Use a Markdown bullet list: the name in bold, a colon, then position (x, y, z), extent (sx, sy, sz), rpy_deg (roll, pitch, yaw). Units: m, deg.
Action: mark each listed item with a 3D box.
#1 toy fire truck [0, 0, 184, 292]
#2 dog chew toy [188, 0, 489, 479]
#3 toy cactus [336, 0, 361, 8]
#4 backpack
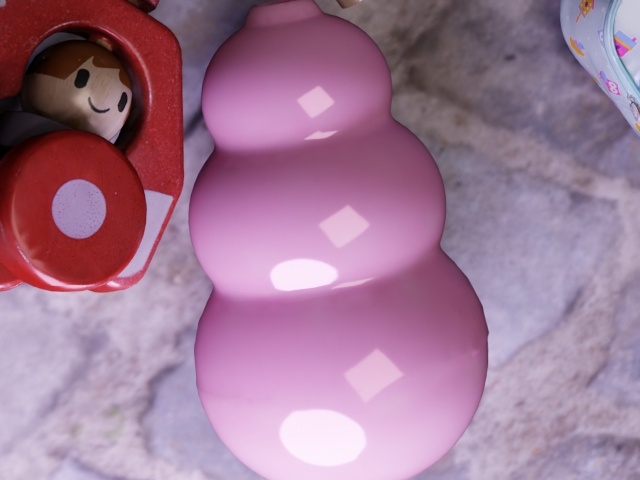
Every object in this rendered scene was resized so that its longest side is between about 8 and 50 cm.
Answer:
- **toy fire truck**: position (-0.207, -0.111, 1.228), extent (0.302, 0.169, 0.254), rpy_deg (31, 73, -28)
- **dog chew toy**: position (0.000, 0.000, 1.320), extent (0.206, 0.206, 0.332), rpy_deg (-14, 101, -19)
- **toy cactus**: position (-0.016, -0.241, 1.284), extent (0.219, 0.112, 0.180), rpy_deg (-28, 101, -1)
- **backpack**: position (0.279, -0.156, 1.420), extent (0.166, 0.144, 0.188), rpy_deg (-46, 113, 0)
